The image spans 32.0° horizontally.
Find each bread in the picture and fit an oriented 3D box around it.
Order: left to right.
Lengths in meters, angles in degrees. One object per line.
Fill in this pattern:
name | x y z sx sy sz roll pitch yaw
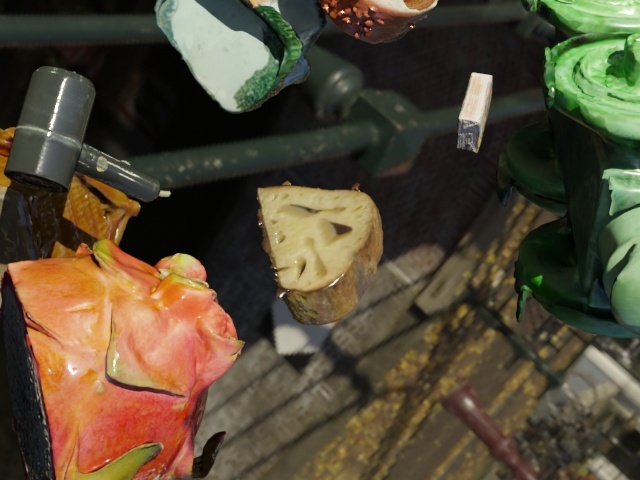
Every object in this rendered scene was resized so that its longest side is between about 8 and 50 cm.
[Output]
bread | 0.080 -0.407 1.681 0.224 0.212 0.142 -10 168 -34

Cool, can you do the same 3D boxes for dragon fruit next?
dragon fruit | -0.214 0.142 1.204 0.225 0.305 0.305 -12 142 -24

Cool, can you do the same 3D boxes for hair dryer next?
hair dryer | -0.242 -0.094 1.236 0.219 0.071 0.124 29 71 -47

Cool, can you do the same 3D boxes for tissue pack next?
tissue pack | 0.198 -0.165 1.437 0.063 0.035 0.083 83 20 -54

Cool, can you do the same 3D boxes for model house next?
model house | -0.375 -0.037 1.439 0.229 0.199 0.220 -38 137 -58
model house | -0.091 -0.372 1.859 0.291 0.253 0.184 -32 166 -47

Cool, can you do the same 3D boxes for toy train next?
toy train | 0.180 -0.045 0.504 0.243 0.188 0.133 -84 177 -56

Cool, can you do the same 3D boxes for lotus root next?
lotus root | 0.000 0.000 1.473 0.170 0.261 0.074 -19 128 10
